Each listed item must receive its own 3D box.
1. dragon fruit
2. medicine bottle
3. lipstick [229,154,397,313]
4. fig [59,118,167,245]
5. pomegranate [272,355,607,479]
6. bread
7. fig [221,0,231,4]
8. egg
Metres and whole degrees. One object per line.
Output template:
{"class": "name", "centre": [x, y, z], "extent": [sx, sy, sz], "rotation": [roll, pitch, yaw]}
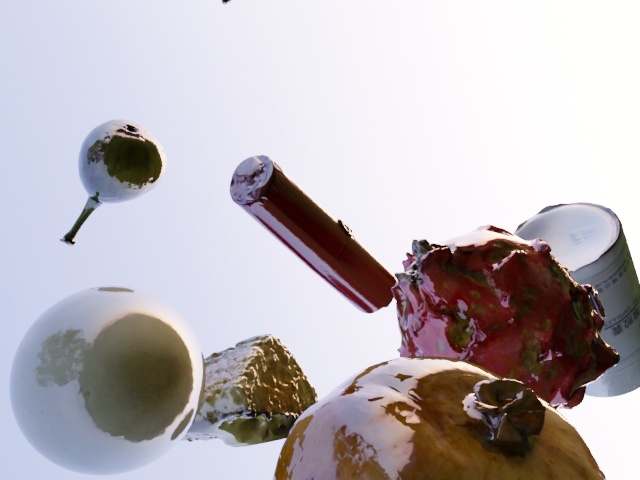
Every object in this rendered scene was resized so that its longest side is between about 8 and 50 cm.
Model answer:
{"class": "dragon fruit", "centre": [0.170, 0.082, 0.681], "extent": [0.268, 0.205, 0.210], "rotation": [36, -161, -29]}
{"class": "medicine bottle", "centre": [0.477, 0.113, 1.162], "extent": [0.332, 0.190, 0.190], "rotation": [58, -140, -29]}
{"class": "lipstick", "centre": [0.000, 0.001, 0.782], "extent": [0.279, 0.073, 0.073], "rotation": [42, -132, -43]}
{"class": "fig", "centre": [-0.370, -0.091, 1.153], "extent": [0.151, 0.259, 0.151], "rotation": [24, -149, -15]}
{"class": "pomegranate", "centre": [0.070, 0.172, 0.384], "extent": [0.215, 0.215, 0.215], "rotation": [21, -118, -47]}
{"class": "bread", "centre": [-0.135, 0.253, 1.049], "extent": [0.262, 0.204, 0.163], "rotation": [35, -145, -56]}
{"class": "fig", "centre": [-0.065, -0.385, 0.751], "extent": [0.124, 0.124, 0.236], "rotation": [23, -98, -46]}
{"class": "egg", "centre": [-0.209, 0.138, 0.653], "extent": [0.188, 0.253, 0.189], "rotation": [6, -105, -23]}
